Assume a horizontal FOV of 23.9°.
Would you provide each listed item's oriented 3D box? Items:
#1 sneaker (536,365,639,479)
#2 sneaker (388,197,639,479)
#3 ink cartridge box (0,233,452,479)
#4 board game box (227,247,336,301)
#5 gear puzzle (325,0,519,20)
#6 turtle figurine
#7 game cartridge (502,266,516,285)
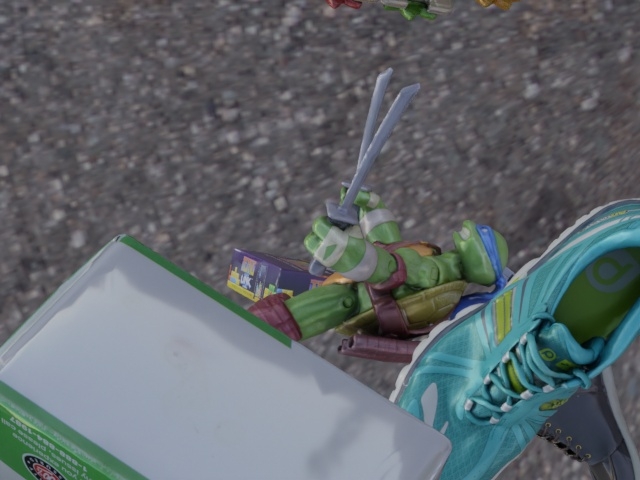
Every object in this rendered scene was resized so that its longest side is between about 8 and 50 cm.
[{"bbox_3d":[0.290,0.232,1.750,0.118,0.083,0.222,-16,87,-17],"label":"sneaker"},{"bbox_3d":[0.142,0.076,1.033,0.107,0.110,0.275,41,97,-2],"label":"sneaker"},{"bbox_3d":[-0.048,0.118,0.603,0.153,0.087,0.208,31,146,13],"label":"ink cartridge box"},{"bbox_3d":[-0.007,0.050,1.603,0.141,0.170,0.048,11,93,-21],"label":"board game box"},{"bbox_3d":[0.047,-0.283,1.506,0.044,0.339,0.175,120,147,-47],"label":"gear puzzle"},{"bbox_3d":[0.000,0.000,1.248,0.266,0.198,0.274,-29,123,3],"label":"turtle figurine"},{"bbox_3d":[0.207,0.053,1.512,0.083,0.056,0.017,38,86,4],"label":"game cartridge"}]
